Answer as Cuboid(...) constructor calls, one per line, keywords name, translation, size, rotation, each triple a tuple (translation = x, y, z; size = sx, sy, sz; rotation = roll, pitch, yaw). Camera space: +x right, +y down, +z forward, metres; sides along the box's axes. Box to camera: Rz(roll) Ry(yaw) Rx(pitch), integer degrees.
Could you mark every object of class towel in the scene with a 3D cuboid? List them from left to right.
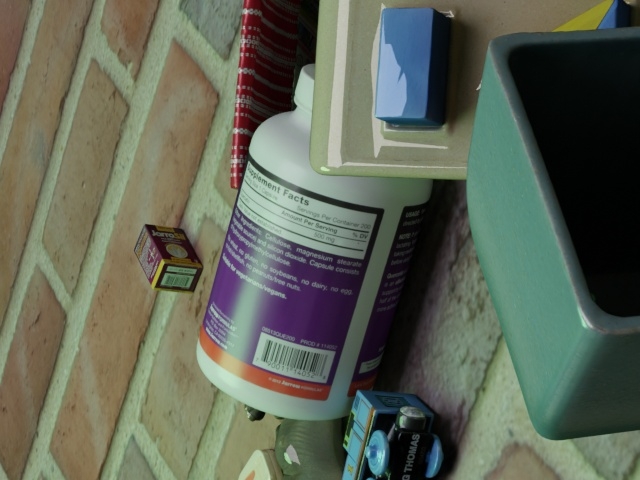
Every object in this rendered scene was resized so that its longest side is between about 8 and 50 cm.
Cuboid(name="towel", translation=(-0.052, -0.181, 1.941), size=(0.199, 0.031, 0.274), rotation=(20, -106, -79))

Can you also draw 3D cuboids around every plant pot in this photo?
Cuboid(name="plant pot", translation=(0.235, 0.018, 1.357), size=(0.252, 0.247, 0.248), rotation=(107, 153, -53))

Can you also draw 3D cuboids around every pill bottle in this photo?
Cuboid(name="pill bottle", translation=(0.000, 0.000, 1.821), size=(0.181, 0.181, 0.323), rotation=(42, 121, 55))

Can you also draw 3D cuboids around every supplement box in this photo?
Cuboid(name="supplement box", translation=(-0.185, 0.022, 2.270), size=(0.083, 0.055, 0.043), rotation=(57, 131, 47))

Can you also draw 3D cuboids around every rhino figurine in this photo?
Cuboid(name="rhino figurine", translation=(-0.011, 0.250, 1.899), size=(0.106, 0.073, 0.243), rotation=(-36, 52, 38))

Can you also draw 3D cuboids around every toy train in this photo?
Cuboid(name="toy train", translation=(0.061, 0.234, 1.786), size=(0.105, 0.080, 0.184), rotation=(-133, 52, -64))

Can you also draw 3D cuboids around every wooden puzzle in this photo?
Cuboid(name="wooden puzzle", translation=(0.142, -0.212, 1.557), size=(0.348, 0.080, 0.322), rotation=(2, 87, 27))

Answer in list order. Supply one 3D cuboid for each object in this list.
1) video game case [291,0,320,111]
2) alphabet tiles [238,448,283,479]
Cuboid(name="video game case", translation=(0.013, -0.192, 1.992), size=(0.212, 0.023, 0.193), rotation=(52, 130, 52))
Cuboid(name="alphabet tiles", translation=(-0.047, 0.370, 2.004), size=(0.278, 0.021, 0.284), rotation=(-60, 38, 37))
